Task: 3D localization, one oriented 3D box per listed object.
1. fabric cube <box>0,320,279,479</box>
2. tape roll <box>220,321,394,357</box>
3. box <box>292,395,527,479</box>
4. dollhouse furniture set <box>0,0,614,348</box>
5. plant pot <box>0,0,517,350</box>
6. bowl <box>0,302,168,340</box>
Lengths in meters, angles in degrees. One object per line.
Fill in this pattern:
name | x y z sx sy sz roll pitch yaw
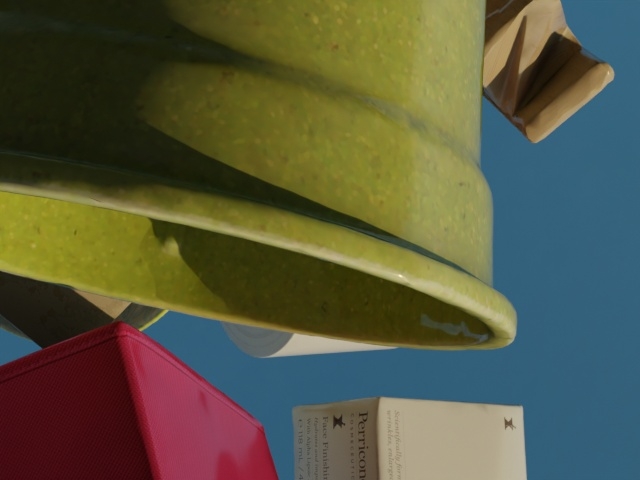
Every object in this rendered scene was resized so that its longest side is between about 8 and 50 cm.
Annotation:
fabric cube | -0.142 0.234 0.642 0.259 0.254 0.258 -21 -113 6
tape roll | 0.000 0.000 1.289 0.169 0.246 0.246 -1 -119 -31
box | 0.079 0.229 1.028 0.182 0.119 0.181 10 -108 -39
dollhouse furniture set | -0.088 -0.147 0.812 0.394 0.362 0.256 -42 -155 8
plant pot | -0.038 -0.108 0.481 0.276 0.276 0.254 10 -99 9
bowl | -0.193 -0.069 1.014 0.289 0.156 0.289 6 -72 18
